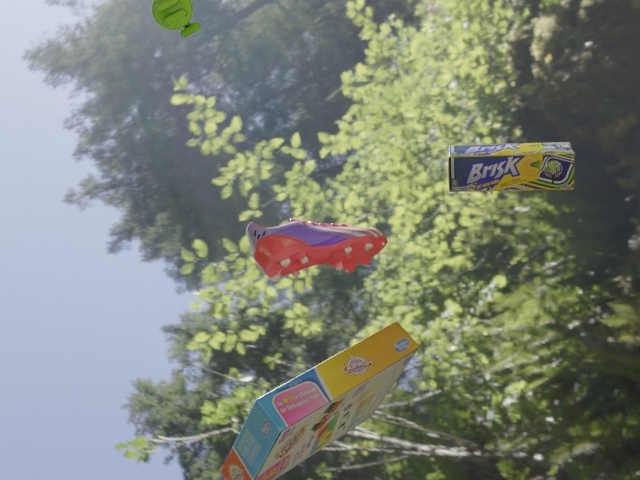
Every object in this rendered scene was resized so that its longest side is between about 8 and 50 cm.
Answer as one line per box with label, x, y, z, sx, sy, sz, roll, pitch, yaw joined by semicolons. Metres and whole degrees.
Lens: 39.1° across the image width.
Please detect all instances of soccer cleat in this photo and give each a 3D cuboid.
soccer cleat;0.000;0.000;1.377;0.248;0.083;0.095;-10;-122;-39

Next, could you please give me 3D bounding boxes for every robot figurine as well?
robot figurine;-0.242;-0.382;1.483;0.067;0.115;0.101;-29;-73;4

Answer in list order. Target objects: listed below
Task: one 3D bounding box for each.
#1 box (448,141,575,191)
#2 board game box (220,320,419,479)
box;0.262;-0.102;1.247;0.169;0.059;0.054;-1;-69;9
board game box;0.000;0.284;1.516;0.317;0.242;0.064;-24;-117;-38
